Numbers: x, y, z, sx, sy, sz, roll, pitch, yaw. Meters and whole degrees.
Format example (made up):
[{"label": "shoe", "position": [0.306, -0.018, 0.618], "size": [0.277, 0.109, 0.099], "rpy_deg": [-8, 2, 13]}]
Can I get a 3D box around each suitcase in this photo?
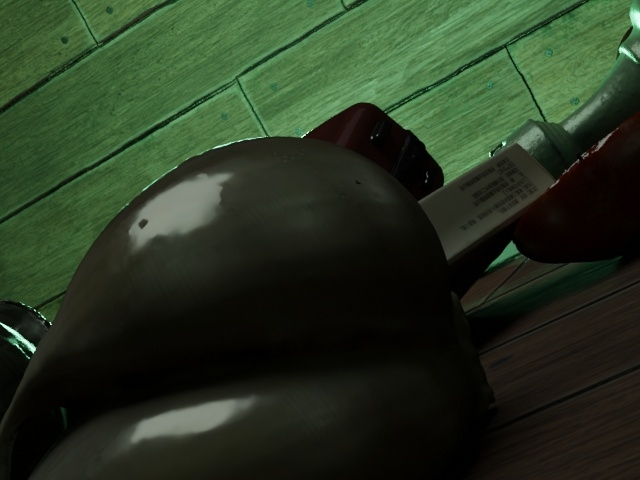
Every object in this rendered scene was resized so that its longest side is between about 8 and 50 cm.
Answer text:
[{"label": "suitcase", "position": [0.000, 0.000, 1.676], "size": [0.236, 0.161, 0.297], "rpy_deg": [-31, 24, 42]}]

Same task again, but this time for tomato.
[{"label": "tomato", "position": [0.243, -0.028, 1.233], "size": [0.174, 0.082, 0.166], "rpy_deg": [-38, -12, -21]}]

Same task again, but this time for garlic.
[{"label": "garlic", "position": [-0.075, 0.080, 0.814], "size": [0.340, 0.231, 0.246], "rpy_deg": [-23, 4, -3]}]

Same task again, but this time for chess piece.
[{"label": "chess piece", "position": [0.355, -0.151, 1.744], "size": [0.299, 0.194, 0.194], "rpy_deg": [-38, 1, 7]}]

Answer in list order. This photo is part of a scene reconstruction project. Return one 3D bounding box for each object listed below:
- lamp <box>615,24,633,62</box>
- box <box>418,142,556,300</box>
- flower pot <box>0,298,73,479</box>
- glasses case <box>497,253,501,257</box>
[{"label": "lamp", "position": [0.525, -0.252, 2.041], "size": [0.180, 0.180, 0.258], "rpy_deg": [-30, 1, -41]}, {"label": "box", "position": [0.042, 0.057, 1.222], "size": [0.353, 0.069, 0.214], "rpy_deg": [-33, -15, -46]}, {"label": "flower pot", "position": [-0.418, 0.208, 1.585], "size": [0.302, 0.301, 0.213], "rpy_deg": [-28, -2, 14]}, {"label": "glasses case", "position": [0.127, 0.027, 1.695], "size": [0.234, 0.064, 0.079], "rpy_deg": [-28, 26, 43]}]
